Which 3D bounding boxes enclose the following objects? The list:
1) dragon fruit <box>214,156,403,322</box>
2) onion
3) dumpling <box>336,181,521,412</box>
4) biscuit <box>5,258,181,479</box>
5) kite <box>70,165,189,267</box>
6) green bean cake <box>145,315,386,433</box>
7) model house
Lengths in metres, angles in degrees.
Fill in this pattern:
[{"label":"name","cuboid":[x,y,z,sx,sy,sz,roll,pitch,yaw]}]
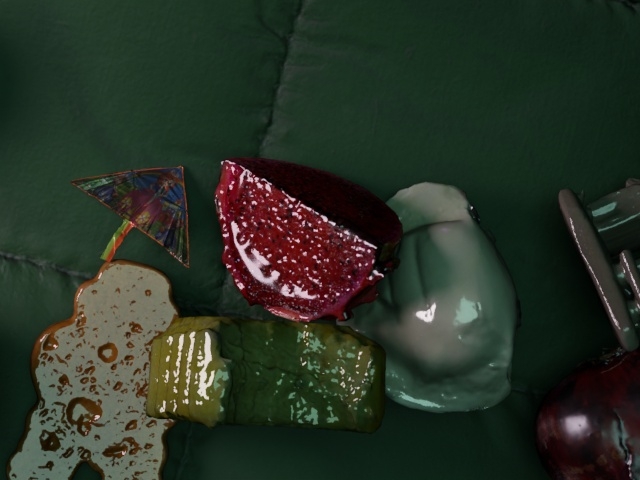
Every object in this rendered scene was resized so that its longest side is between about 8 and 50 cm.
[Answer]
[{"label":"dragon fruit","cuboid":[0.000,0.000,1.799,0.262,0.163,0.189,30,52,32]},{"label":"onion","cuboid":[0.394,0.229,1.801,0.281,0.221,0.281,2,66,-4]},{"label":"dumpling","cuboid":[0.128,0.078,1.827,0.227,0.243,0.175,-17,129,11]},{"label":"biscuit","cuboid":[-0.259,0.189,1.818,0.202,0.047,0.334,13,88,-7]},{"label":"kite","cuboid":[-0.219,-0.035,1.831,0.190,0.010,0.159,36,66,16]},{"label":"green bean cake","cuboid":[-0.064,0.155,1.728,0.236,0.233,0.124,6,85,-26]},{"label":"model house","cuboid":[0.406,0.023,1.833,0.188,0.122,0.229,-15,62,-6]}]
